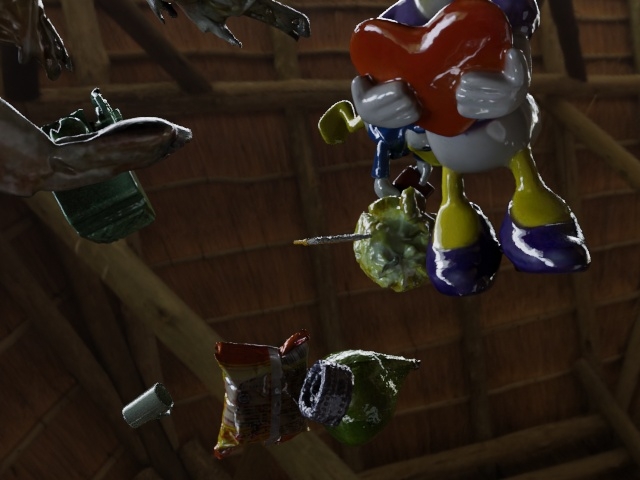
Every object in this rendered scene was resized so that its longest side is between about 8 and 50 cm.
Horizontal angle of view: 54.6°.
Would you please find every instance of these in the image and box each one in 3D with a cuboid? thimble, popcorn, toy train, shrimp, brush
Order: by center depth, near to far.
[{"bbox_3d":[-0.166,-0.154,0.458,0.360,0.247,0.085,-7,-158,-32],"label":"shrimp"},{"bbox_3d":[0.010,0.259,1.058,0.066,0.095,0.104,22,-108,-20],"label":"thimble"},{"bbox_3d":[-0.396,-0.120,1.109,0.166,0.299,0.238,-27,-88,-10],"label":"toy train"},{"bbox_3d":[0.000,0.000,1.133,0.103,0.013,0.272,-5,180,-17],"label":"brush"},{"bbox_3d":[0.159,-0.005,1.215,0.197,0.212,0.198,17,-137,-17],"label":"popcorn"}]

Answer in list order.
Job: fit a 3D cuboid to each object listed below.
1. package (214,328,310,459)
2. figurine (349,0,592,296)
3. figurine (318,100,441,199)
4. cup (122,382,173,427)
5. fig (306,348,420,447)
[{"bbox_3d":[-0.125,0.340,1.345,0.223,0.288,0.108,-7,-161,-18],"label":"package"},{"bbox_3d":[0.118,-0.160,0.501,0.154,0.421,0.193,-6,-159,34],"label":"figurine"},{"bbox_3d":[0.157,-0.198,1.301,0.204,0.338,0.284,-13,-89,-17],"label":"figurine"},{"bbox_3d":[-0.334,0.326,1.218,0.083,0.075,0.054,-34,-113,5],"label":"cup"},{"bbox_3d":[0.096,0.304,1.321,0.235,0.203,0.203,-35,-120,-19],"label":"fig"}]
